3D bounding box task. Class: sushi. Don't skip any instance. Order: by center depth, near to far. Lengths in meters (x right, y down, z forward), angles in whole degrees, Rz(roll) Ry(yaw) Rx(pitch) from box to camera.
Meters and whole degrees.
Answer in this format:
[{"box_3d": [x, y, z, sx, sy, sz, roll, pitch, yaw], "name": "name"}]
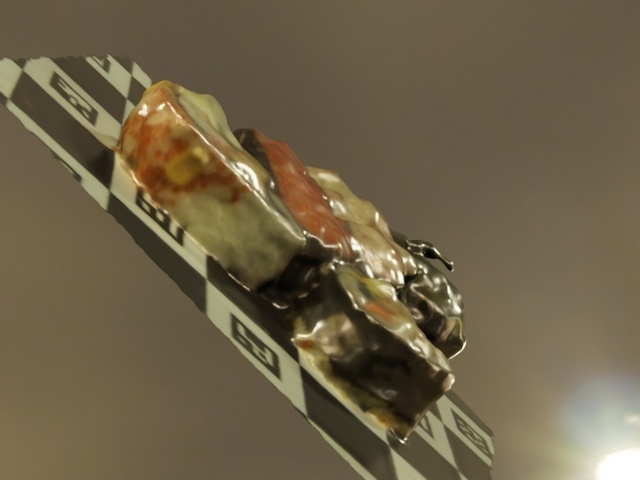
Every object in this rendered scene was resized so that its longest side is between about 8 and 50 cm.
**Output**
[{"box_3d": [0.000, 0.000, 0.918, 0.069, 0.320, 0.339, -44, -91, 10], "name": "sushi"}]
